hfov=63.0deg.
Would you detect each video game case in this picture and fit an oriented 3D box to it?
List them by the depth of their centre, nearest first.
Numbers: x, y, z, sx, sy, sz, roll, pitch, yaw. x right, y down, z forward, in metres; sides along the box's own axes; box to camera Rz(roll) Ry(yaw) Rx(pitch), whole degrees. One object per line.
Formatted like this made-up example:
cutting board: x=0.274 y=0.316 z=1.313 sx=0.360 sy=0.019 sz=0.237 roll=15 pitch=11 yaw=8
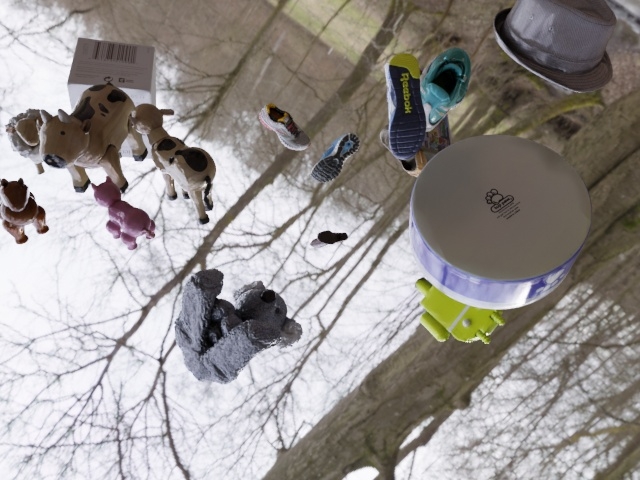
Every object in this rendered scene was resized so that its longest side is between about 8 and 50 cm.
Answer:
video game case: x=0.226 y=-0.294 z=1.186 sx=0.183 sy=0.023 sz=0.202 roll=-6 pitch=-93 yaw=-39

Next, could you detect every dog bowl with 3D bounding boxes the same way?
dog bowl: x=0.273 y=-0.033 z=0.821 sx=0.265 sy=0.265 sz=0.104 roll=48 pitch=168 yaw=27

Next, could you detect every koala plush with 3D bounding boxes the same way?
koala plush: x=-0.147 y=0.157 z=1.012 sx=0.196 sy=0.203 sz=0.221 roll=41 pitch=-149 yaw=17

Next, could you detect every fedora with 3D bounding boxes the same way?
fedora: x=0.496 y=-0.440 z=1.067 sx=0.243 sy=0.124 sz=0.275 roll=-26 pitch=-119 yaw=-25

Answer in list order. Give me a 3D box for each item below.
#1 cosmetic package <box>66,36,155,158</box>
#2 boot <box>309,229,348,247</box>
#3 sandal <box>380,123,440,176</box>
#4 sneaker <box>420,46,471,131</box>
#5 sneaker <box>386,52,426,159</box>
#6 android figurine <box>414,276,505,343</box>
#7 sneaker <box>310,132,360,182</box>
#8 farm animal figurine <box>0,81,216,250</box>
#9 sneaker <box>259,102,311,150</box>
cosmetic package: x=-0.419 y=-0.286 z=1.072 sx=0.151 sy=0.184 sz=0.152 roll=1 pitch=-128 yaw=-15
boot: x=0.000 y=0.000 z=1.390 sx=0.106 sy=0.114 sz=0.037 roll=3 pitch=-100 yaw=-41
sandal: x=0.186 y=-0.161 z=1.032 sx=0.180 sy=0.072 sz=0.049 roll=39 pitch=-132 yaw=7
sneaker: x=0.255 y=-0.316 z=1.044 sx=0.107 sy=0.110 sz=0.275 roll=36 pitch=-130 yaw=-3
sneaker: x=0.122 y=-0.189 z=0.750 sx=0.053 sy=0.144 sz=0.059 roll=-1 pitch=-170 yaw=1
android figurine: x=0.379 y=0.162 z=1.420 sx=0.056 sy=0.248 sz=0.273 roll=18 pitch=-158 yaw=-45
sneaker: x=0.038 y=-0.216 z=1.360 sx=0.063 sy=0.162 sz=0.073 roll=41 pitch=-165 yaw=-20
farm animal figurine: x=-0.333 y=-0.143 z=0.797 sx=0.330 sy=0.172 sz=0.327 roll=-9 pitch=-138 yaw=-10
sneaker: x=-0.130 y=-0.422 z=1.951 sx=0.225 sy=0.088 sz=0.092 roll=36 pitch=158 yaw=-6
